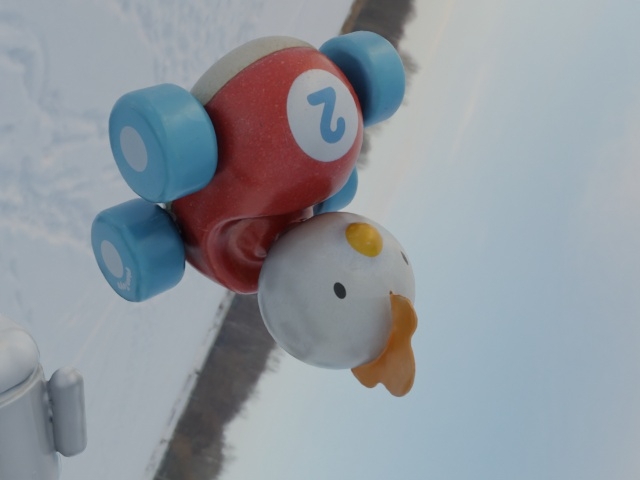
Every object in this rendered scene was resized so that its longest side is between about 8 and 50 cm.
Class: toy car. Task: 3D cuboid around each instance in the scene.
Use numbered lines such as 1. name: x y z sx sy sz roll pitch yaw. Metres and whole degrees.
1. toy car: 0.000 0.000 0.577 0.219 0.238 0.210 -26 155 -38

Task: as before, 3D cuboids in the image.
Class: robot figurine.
1. robot figurine: -0.459 0.239 1.077 0.200 0.300 0.353 -123 -154 -69
